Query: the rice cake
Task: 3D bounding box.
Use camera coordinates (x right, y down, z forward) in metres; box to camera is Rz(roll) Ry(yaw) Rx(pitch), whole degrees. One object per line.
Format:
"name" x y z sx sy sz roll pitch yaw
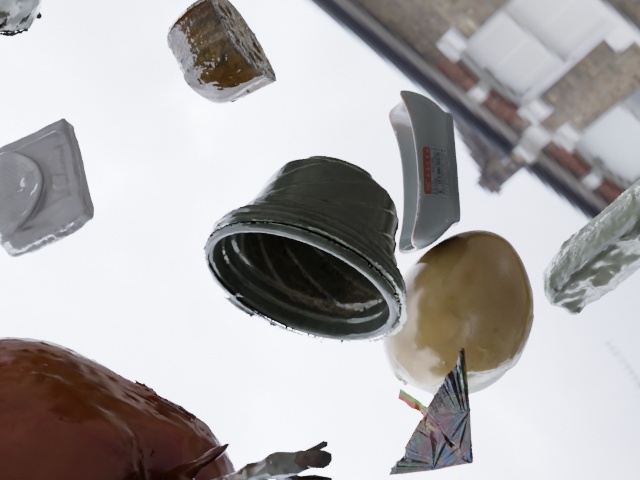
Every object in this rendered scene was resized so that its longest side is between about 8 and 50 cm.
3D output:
"rice cake" 0.260 -0.035 0.940 0.052 0.256 0.057 44 -151 -2

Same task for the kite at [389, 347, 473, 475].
"kite" 0.139 0.220 1.574 0.010 0.190 0.159 17 -160 -39

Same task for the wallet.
"wallet" -0.342 -0.066 1.589 0.032 0.124 0.183 62 -174 -48

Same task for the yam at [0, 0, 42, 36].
"yam" -0.416 -0.419 1.671 0.195 0.300 0.195 16 -138 -15

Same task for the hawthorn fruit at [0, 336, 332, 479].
"hawthorn fruit" -0.110 0.129 0.463 0.211 0.299 0.211 31 -139 -31

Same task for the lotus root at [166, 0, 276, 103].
"lotus root" -0.111 -0.215 1.496 0.112 0.081 0.122 14 -136 -59

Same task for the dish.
"dish" 0.145 -0.093 1.797 0.077 0.151 0.212 -3 -96 -5

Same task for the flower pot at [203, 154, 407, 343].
"flower pot" 0.000 0.000 1.434 0.235 0.235 0.140 32 -123 -14

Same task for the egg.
"egg" 0.196 0.101 1.830 0.201 0.244 0.201 18 -163 -6
